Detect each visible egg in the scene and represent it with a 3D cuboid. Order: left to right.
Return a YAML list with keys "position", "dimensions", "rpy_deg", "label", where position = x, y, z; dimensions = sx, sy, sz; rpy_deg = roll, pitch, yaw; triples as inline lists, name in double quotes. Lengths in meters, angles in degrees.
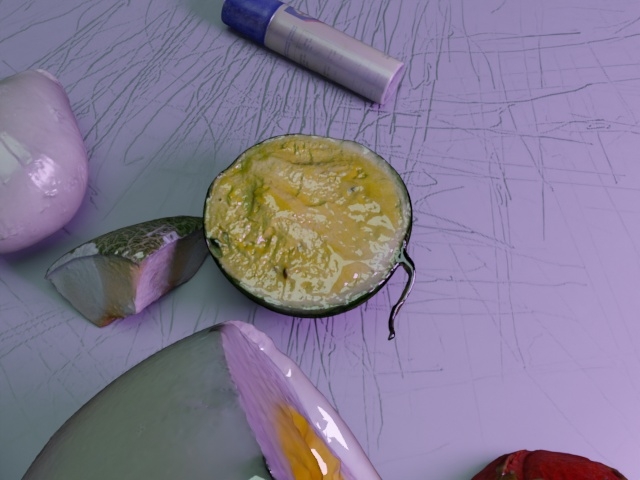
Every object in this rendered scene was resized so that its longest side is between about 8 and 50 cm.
- position: [-0.110, 0.288, 0.721]
  dimensions: [0.340, 0.354, 0.354]
  rpy_deg: [-35, 70, 4]
  label: "egg"

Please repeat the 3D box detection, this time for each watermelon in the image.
- position: [-0.006, -0.004, 0.960]
  dimensions: [0.232, 0.127, 0.204]
  rpy_deg: [17, 65, 7]
  label: "watermelon"

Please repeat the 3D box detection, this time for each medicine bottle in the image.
- position: [-0.011, -0.243, 1.108]
  dimensions: [0.231, 0.059, 0.059]
  rpy_deg: [29, 67, 9]
  label: "medicine bottle"

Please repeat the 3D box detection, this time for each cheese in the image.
- position: [-0.342, -0.082, 0.968]
  dimensions: [0.198, 0.154, 0.189]
  rpy_deg: [-29, 75, -15]
  label: "cheese"

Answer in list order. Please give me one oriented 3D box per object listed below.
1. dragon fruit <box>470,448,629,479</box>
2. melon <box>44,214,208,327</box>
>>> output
- position: [0.231, 0.291, 0.826]
  dimensions: [0.218, 0.148, 0.223]
  rpy_deg: [-16, 68, -11]
  label: "dragon fruit"
- position: [-0.186, 0.024, 0.953]
  dimensions: [0.202, 0.139, 0.093]
  rpy_deg: [-22, 91, -15]
  label: "melon"
